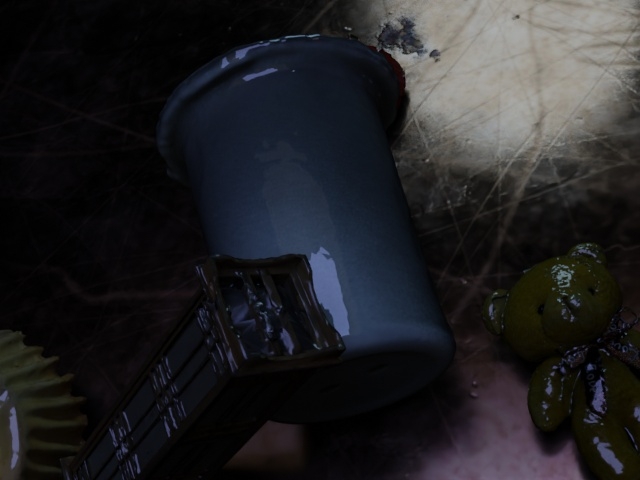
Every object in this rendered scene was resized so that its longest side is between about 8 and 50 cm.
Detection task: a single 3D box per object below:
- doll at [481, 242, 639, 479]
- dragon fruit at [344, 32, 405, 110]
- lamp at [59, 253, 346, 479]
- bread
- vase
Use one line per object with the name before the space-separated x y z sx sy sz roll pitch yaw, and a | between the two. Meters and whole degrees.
doll | 0.227 0.100 0.740 0.137 0.097 0.209 -24 60 -6
dragon fruit | 0.016 -0.155 0.960 0.162 0.106 0.083 -16 56 4
lamp | -0.107 0.136 0.696 0.090 0.325 0.089 0 54 -38
bread | -0.408 0.179 0.854 0.389 0.183 0.236 11 78 16
vase | 0.000 0.000 0.807 0.245 0.245 0.291 -21 63 4
